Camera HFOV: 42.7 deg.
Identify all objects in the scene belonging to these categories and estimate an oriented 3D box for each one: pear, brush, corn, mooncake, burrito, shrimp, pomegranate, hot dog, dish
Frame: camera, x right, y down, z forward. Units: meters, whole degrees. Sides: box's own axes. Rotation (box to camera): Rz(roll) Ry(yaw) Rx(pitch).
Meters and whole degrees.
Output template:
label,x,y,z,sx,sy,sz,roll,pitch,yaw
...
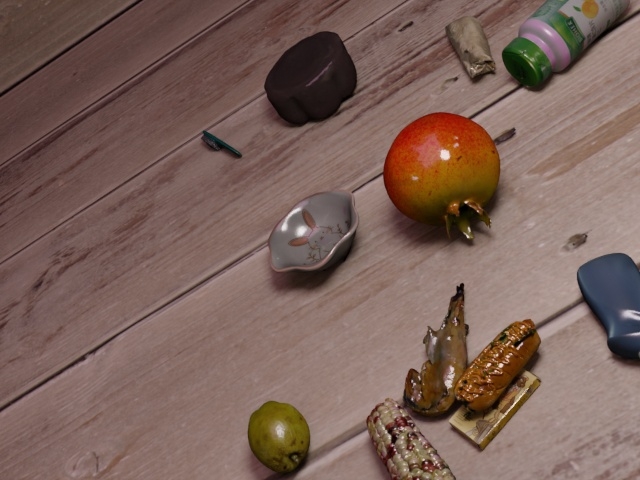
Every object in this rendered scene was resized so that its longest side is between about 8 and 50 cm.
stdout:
label,x,y,z,sx,sy,sz,roll,pitch,yaw
pear,-0.071,0.338,1.416,0.107,0.107,0.131,-41,49,-5
brush,-0.266,-0.250,2.171,0.193,0.043,0.032,36,96,47
corn,0.143,0.348,1.256,0.092,0.092,0.280,-36,39,1
mooncake,-0.023,-0.409,2.070,0.245,0.133,0.245,-20,43,20
burrito,0.351,-0.444,1.888,0.087,0.060,0.226,-25,40,16
shrimp,0.196,0.176,1.404,0.117,0.066,0.262,-13,44,26
pomegranate,0.239,-0.120,1.547,0.221,0.221,0.257,-29,64,10
hot dog,0.277,0.197,1.299,0.188,0.055,0.072,-47,42,-13
dish,0.000,0.000,1.706,0.229,0.081,0.229,-23,40,21

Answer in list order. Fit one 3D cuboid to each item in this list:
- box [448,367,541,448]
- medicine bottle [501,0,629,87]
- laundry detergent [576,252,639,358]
label,x,y,z,sx,sy,sz,roll,pitch,yaw
box,0.277,0.256,1.302,0.149,0.020,0.073,-46,39,-11
medicine bottle,0.510,-0.448,1.721,0.274,0.133,0.133,-43,40,-7
laundry detergent,0.474,0.112,1.267,0.096,0.061,0.206,-20,43,8
